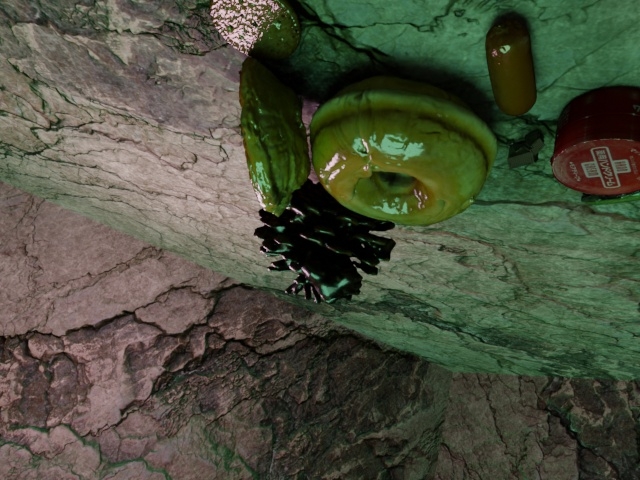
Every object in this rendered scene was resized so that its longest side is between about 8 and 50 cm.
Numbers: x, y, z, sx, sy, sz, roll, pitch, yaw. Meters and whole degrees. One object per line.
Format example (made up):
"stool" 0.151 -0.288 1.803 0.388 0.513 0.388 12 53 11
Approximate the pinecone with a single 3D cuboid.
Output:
"pinecone" 0.000 0.000 1.397 0.398 0.397 0.397 15 159 6

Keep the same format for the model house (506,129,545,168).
"model house" 0.448 -0.194 1.059 0.057 0.058 0.083 32 154 -33

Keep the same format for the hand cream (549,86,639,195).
"hand cream" 0.547 -0.184 0.923 0.193 0.125 0.193 14 159 5

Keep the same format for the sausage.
"sausage" 0.337 -0.302 0.859 0.076 0.076 0.197 4 154 31

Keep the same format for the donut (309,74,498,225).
"donut" 0.178 -0.184 1.103 0.449 0.198 0.449 13 159 5

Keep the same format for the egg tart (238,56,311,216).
"egg tart" -0.104 -0.227 1.093 0.153 0.351 0.339 -11 -172 -4

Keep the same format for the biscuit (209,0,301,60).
"biscuit" -0.126 -0.430 0.953 0.188 0.027 0.188 15 157 6

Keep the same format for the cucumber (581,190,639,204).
"cucumber" 0.688 -0.121 1.069 0.078 0.062 0.211 4 174 -34
